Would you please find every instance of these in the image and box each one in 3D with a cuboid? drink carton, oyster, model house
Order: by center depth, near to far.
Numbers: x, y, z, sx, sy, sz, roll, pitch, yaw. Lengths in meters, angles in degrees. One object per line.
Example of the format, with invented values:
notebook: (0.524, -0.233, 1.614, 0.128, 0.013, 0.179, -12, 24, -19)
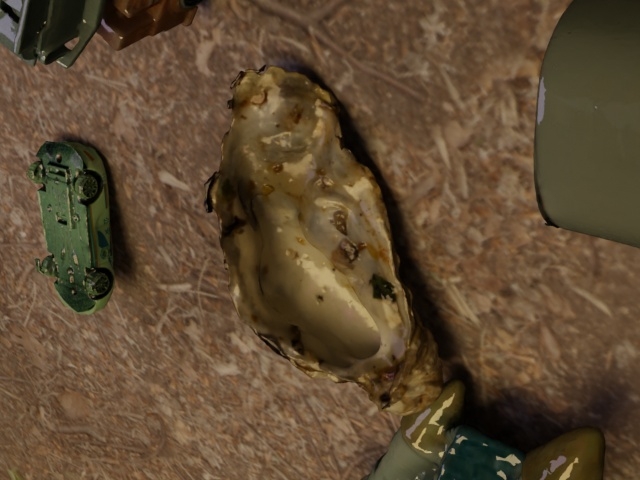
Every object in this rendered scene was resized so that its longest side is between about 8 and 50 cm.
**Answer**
drink carton: (0.218, -0.060, 0.482, 0.189, 0.191, 0.186, 22, 135, 36)
model house: (0.100, 0.234, 0.761, 0.194, 0.267, 0.325, 27, 124, 4)
oyster: (0.006, -0.001, 0.790, 0.166, 0.094, 0.295, -2, 109, 23)

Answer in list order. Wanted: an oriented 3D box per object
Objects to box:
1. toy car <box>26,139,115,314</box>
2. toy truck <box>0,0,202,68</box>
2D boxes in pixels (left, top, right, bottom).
toy car: (-0.249, -0.014, 1.007, 0.093, 0.058, 0.186, 15, 117, 33)
toy truck: (-0.120, -0.263, 0.606, 0.133, 0.184, 0.338, 42, 139, 6)
